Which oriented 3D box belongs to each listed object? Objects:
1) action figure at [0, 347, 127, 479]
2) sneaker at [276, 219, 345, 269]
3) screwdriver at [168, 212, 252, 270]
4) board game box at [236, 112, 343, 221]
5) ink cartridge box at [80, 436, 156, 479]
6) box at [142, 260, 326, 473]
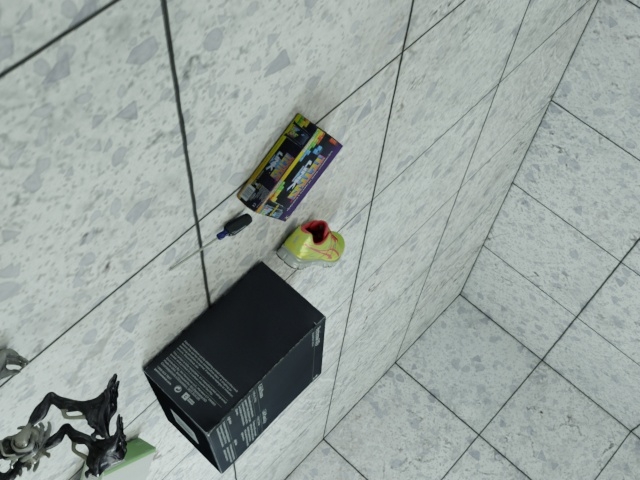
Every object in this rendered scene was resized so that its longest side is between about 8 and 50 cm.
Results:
[{"bbox_3d":[-0.392,0.238,1.046,0.141,0.276,0.164,-90,177,-58],"label":"action figure"},{"bbox_3d":[0.000,0.000,1.655,0.208,0.081,0.094,-15,139,-61],"label":"sneaker"},{"bbox_3d":[-0.177,0.003,1.324,0.170,0.024,0.025,-36,-173,-32],"label":"screwdriver"},{"bbox_3d":[-0.048,-0.116,1.352,0.170,0.048,0.141,-53,161,8],"label":"board game box"},{"bbox_3d":[-0.425,0.530,1.631,0.171,0.056,0.235,-8,119,-66],"label":"ink cartridge box"},{"bbox_3d":[-0.160,0.265,1.639,0.312,0.179,0.343,-42,161,-21],"label":"box"}]
